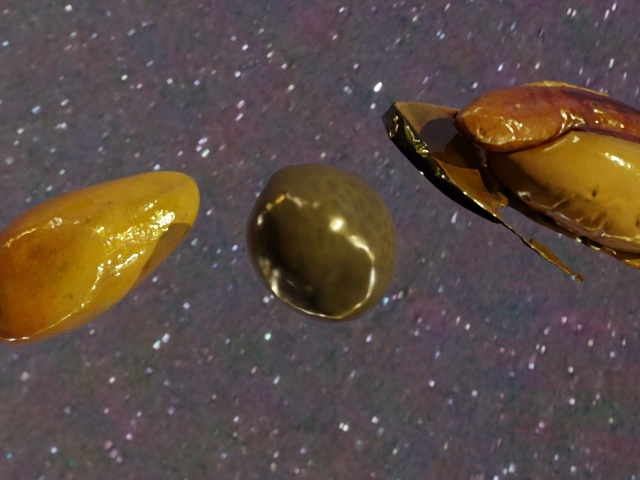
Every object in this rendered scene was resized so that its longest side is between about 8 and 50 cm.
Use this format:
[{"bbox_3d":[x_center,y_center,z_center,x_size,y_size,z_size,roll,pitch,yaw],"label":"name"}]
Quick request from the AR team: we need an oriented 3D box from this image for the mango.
[{"bbox_3d":[-0.228,0.009,1.040,0.113,0.253,0.138,47,-17,33],"label":"mango"}]

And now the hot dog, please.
[{"bbox_3d":[0.228,-0.065,0.901,0.107,0.326,0.194,-56,-134,28],"label":"hot dog"}]

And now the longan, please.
[{"bbox_3d":[0.000,0.000,1.322,0.212,0.198,0.198,27,-48,-35],"label":"longan"}]
